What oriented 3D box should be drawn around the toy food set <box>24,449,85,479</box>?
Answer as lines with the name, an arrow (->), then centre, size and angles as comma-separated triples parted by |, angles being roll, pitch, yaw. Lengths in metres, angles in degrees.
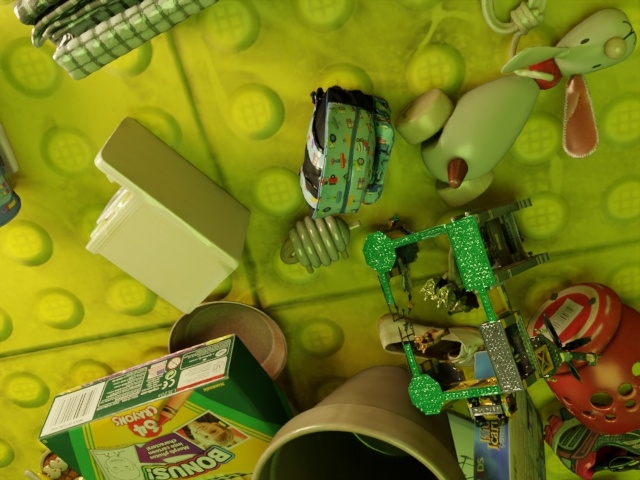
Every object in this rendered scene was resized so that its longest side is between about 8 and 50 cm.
toy food set -> -0.468, 0.440, 1.337 | 0.192, 0.038, 0.132 | -39, 112, 20

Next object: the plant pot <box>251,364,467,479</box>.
plant pot -> 0.086, 0.348, 1.118 | 0.323, 0.280, 0.323 | 6, 112, 14

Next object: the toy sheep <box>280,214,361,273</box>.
toy sheep -> 0.000, 0.000, 1.058 | 0.132, 0.091, 0.091 | -26, 117, -1

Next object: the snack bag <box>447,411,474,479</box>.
snack bag -> 0.209, 0.459, 1.342 | 0.323, 0.037, 0.342 | 26, 116, -13

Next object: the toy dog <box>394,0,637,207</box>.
toy dog -> 0.249, -0.169, 0.912 | 0.220, 0.161, 0.333 | 28, 116, -14

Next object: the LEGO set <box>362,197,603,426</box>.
LEGO set -> 0.231, 0.086, 1.039 | 0.255, 0.192, 0.331 | -31, 79, 43

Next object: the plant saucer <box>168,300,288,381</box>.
plant saucer -> -0.153, 0.174, 1.184 | 0.199, 0.036, 0.198 | 0, 120, 0

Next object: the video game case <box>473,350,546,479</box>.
video game case -> 0.303, 0.352, 1.120 | 0.061, 0.269, 0.244 | -12, 132, 25

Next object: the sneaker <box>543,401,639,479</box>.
sneaker -> 0.543, 0.337, 1.211 | 0.299, 0.112, 0.121 | -13, 118, -7

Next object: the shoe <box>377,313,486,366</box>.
shoe -> 0.200, 0.178, 1.168 | 0.219, 0.058, 0.076 | 13, 119, -6

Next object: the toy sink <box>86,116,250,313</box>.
toy sink -> -0.234, -0.034, 1.001 | 0.234, 0.153, 0.131 | 39, 113, -20

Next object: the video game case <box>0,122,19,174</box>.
video game case -> -0.545, -0.171, 1.002 | 0.173, 0.022, 0.190 | -9, 120, 5

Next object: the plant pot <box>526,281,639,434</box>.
plant pot -> 0.426, 0.175, 1.090 | 0.174, 0.191, 0.191 | 42, 112, -18

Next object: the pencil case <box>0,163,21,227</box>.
pencil case -> -0.522, -0.144, 0.933 | 0.133, 0.119, 0.306 | -25, 119, -13

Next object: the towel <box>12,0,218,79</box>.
towel -> -0.186, -0.303, 0.772 | 0.235, 0.283, 0.121 | -25, 115, 13

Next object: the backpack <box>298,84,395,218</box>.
backpack -> 0.033, -0.109, 0.942 | 0.117, 0.173, 0.158 | 8, 119, -4

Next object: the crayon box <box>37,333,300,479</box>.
crayon box -> -0.228, 0.344, 1.211 | 0.363, 0.106, 0.313 | -21, 124, 17
